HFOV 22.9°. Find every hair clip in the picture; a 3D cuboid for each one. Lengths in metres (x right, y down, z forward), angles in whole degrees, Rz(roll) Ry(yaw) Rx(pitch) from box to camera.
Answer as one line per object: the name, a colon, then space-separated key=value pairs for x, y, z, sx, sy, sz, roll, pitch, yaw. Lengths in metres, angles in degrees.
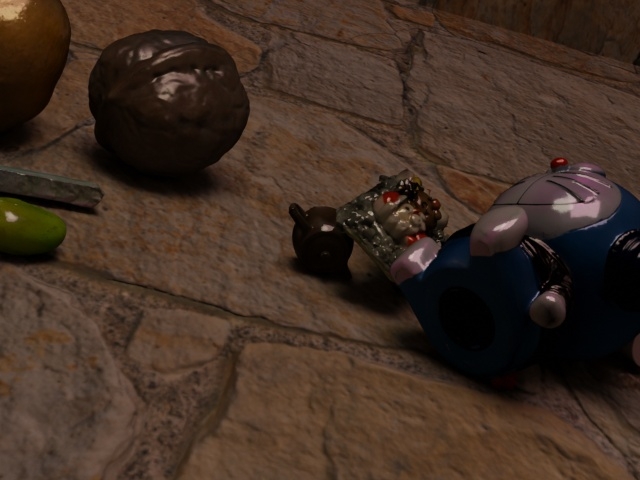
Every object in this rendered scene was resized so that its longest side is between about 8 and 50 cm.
hair clip: x=0.113 y=-0.031 z=1.990 sx=0.138 sy=0.091 sz=0.321 roll=46 pitch=16 yaw=0

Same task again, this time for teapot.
teapot: x=0.000 y=0.000 z=1.933 sx=0.121 sy=0.076 sz=0.068 roll=50 pitch=15 yaw=-25

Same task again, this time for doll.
doll: x=0.262 y=0.037 z=1.833 sx=0.284 sy=0.240 sz=0.310 roll=-2 pitch=18 yaw=45

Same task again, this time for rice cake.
rice cake: x=-0.367 y=-0.070 z=1.909 sx=0.211 sy=0.034 sz=0.043 roll=10 pitch=12 yaw=-15

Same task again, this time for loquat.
loquat: x=-0.431 y=-0.252 z=2.074 sx=0.193 sy=0.238 sz=0.238 roll=20 pitch=20 yaw=3

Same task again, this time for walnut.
walnut: x=-0.207 y=-0.182 z=2.110 sx=0.224 sy=0.224 sz=0.224 roll=14 pitch=20 yaw=-5

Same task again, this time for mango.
mango: x=-0.329 y=-0.014 z=1.753 sx=0.108 sy=0.056 sz=0.073 roll=-3 pitch=32 yaw=-48

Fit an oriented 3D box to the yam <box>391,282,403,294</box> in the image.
yam: x=0.091 y=0.038 z=1.991 sx=0.027 sy=0.033 sz=0.129 roll=46 pitch=12 yaw=-25

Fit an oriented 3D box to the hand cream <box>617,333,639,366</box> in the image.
hand cream: x=0.344 y=0.071 z=2.040 sx=0.111 sy=0.070 sz=0.312 roll=2 pitch=20 yaw=-27
